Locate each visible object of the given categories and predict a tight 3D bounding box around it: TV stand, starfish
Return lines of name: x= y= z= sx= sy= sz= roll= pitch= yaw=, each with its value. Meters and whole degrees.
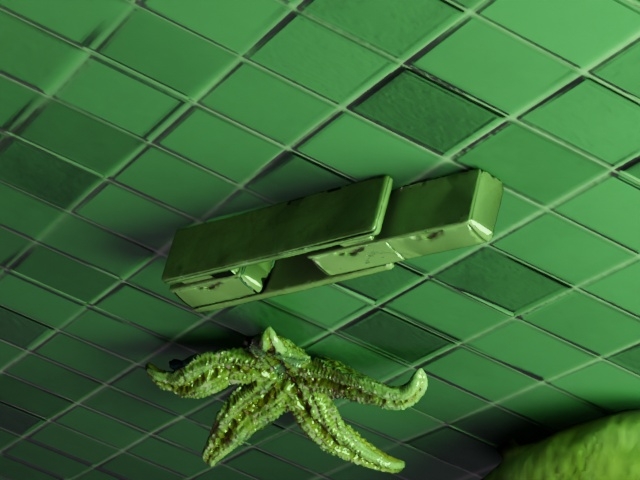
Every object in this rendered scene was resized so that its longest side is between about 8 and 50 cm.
TV stand: x=0.000 y=0.000 z=1.089 sx=0.042 sy=0.036 sz=0.249 roll=36 pitch=148 yaw=-32
starfish: x=-0.012 y=0.109 z=1.286 sx=0.176 sy=0.053 sz=0.208 roll=41 pitch=144 yaw=-24

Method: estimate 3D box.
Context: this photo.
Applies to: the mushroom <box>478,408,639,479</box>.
mushroom: x=0.212 y=0.232 z=1.264 sx=0.217 sy=0.212 sz=0.292 roll=17 pitch=162 yaw=-21
